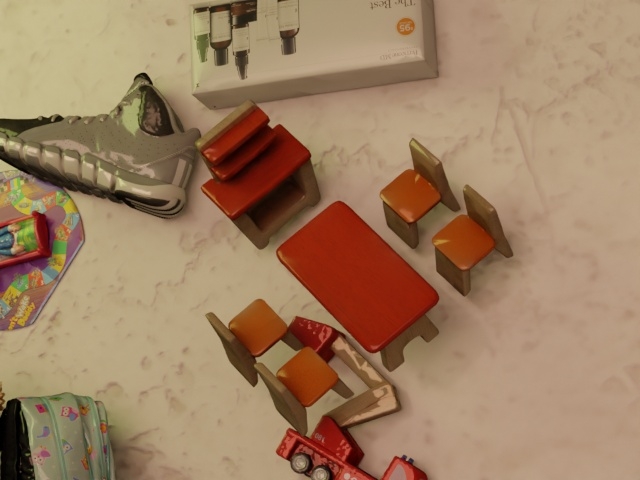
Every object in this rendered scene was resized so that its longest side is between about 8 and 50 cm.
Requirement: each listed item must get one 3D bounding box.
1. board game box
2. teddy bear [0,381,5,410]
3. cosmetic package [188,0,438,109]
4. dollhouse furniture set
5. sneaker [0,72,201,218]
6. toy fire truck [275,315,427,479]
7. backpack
[{"bbox_3d":[-0.323,0.007,1.875,0.133,0.033,0.168,32,89,21],"label":"board game box"},{"bbox_3d":[-0.429,0.229,1.780,0.338,0.113,0.245,-33,44,23],"label":"teddy bear"},{"bbox_3d":[-0.009,-0.197,1.806,0.239,0.060,0.098,-7,77,16],"label":"cosmetic package"},{"bbox_3d":[0.000,0.000,1.688,0.262,0.135,0.259,-40,57,-10],"label":"dollhouse furniture set"},{"bbox_3d":[-0.224,-0.115,1.852,0.229,0.086,0.132,19,79,10],"label":"sneaker"},{"bbox_3d":[0.030,0.169,1.721,0.192,0.047,0.135,29,87,20],"label":"toy fire truck"},{"bbox_3d":[-0.253,0.236,1.749,0.152,0.115,0.182,-36,59,56],"label":"backpack"}]
